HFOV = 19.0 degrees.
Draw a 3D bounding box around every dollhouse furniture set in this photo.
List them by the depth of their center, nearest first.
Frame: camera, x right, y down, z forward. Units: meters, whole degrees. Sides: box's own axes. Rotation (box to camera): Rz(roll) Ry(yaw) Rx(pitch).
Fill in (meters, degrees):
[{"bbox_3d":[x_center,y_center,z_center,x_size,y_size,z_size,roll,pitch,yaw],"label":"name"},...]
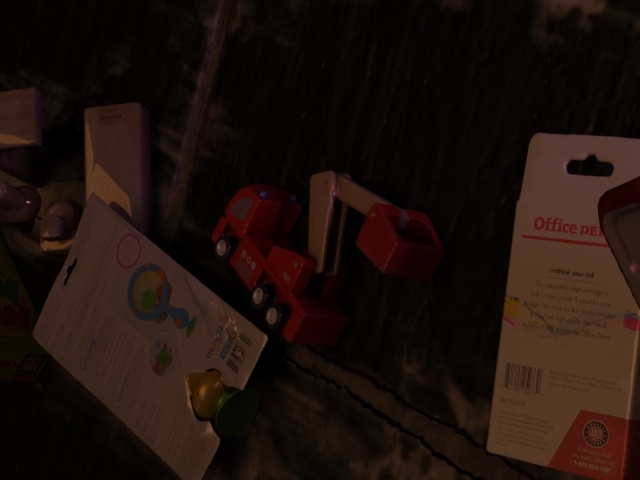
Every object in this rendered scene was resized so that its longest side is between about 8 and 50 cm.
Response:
[{"bbox_3d":[-0.204,-0.053,1.653,0.151,0.123,0.144,-6,77,15],"label":"dollhouse furniture set"}]

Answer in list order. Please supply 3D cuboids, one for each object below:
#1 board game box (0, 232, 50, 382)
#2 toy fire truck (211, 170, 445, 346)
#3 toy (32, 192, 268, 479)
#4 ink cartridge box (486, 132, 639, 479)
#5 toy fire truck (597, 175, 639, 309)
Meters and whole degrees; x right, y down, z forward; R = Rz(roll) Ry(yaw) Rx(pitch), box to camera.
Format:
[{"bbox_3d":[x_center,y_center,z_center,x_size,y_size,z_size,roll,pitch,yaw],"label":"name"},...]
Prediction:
[{"bbox_3d":[-0.315,0.046,1.721,0.043,0.092,0.181,-56,45,27],"label":"board game box"},{"bbox_3d":[0.000,0.000,1.374,0.192,0.047,0.135,51,122,43],"label":"toy fire truck"},{"bbox_3d":[-0.126,0.078,1.511,0.237,0.056,0.137,38,110,42],"label":"toy"},{"bbox_3d":[0.171,0.039,1.140,0.115,0.067,0.198,9,92,51],"label":"ink cartridge box"},{"bbox_3d":[0.259,0.091,0.933,0.302,0.169,0.254,63,165,-1],"label":"toy fire truck"}]
